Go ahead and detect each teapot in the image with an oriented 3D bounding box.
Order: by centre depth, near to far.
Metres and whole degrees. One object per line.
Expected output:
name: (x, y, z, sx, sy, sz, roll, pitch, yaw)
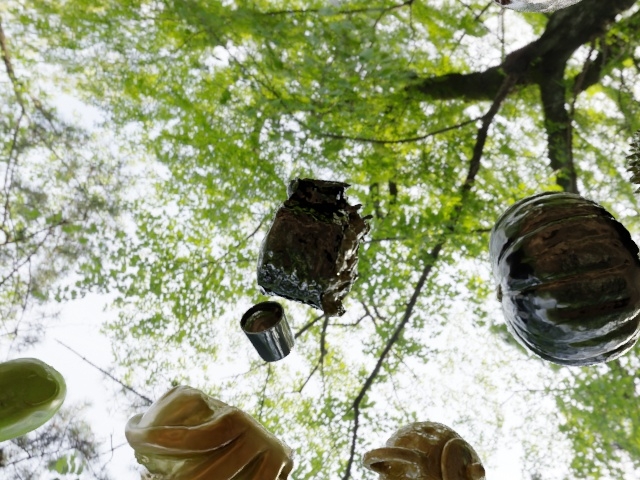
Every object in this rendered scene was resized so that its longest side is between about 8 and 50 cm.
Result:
teapot: (0.211, 0.416, 0.898, 0.311, 0.167, 0.203, 32, -136, -25)

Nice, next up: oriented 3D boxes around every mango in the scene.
mango: (-0.282, 0.144, 0.450, 0.073, 0.056, 0.108, 36, -158, 12)

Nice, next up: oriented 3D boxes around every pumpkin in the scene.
pumpkin: (0.297, 0.046, 0.628, 0.162, 0.220, 0.220, -17, -127, 9)

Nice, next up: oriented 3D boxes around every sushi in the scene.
sushi: (0.000, 0.000, 0.621, 0.115, 0.147, 0.212, 12, -176, 5)

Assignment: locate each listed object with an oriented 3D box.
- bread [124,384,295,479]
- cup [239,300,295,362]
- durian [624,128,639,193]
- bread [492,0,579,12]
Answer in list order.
bread: (-0.225, 0.399, 0.935, 0.270, 0.316, 0.211, 43, -121, -20)
cup: (-0.089, 0.149, 0.868, 0.078, 0.077, 0.100, -20, -147, 0)
durian: (0.537, -0.109, 0.622, 0.225, 0.291, 0.291, 7, -133, -44)
bread: (0.301, -0.391, 0.633, 0.247, 0.232, 0.135, -11, -98, -36)
